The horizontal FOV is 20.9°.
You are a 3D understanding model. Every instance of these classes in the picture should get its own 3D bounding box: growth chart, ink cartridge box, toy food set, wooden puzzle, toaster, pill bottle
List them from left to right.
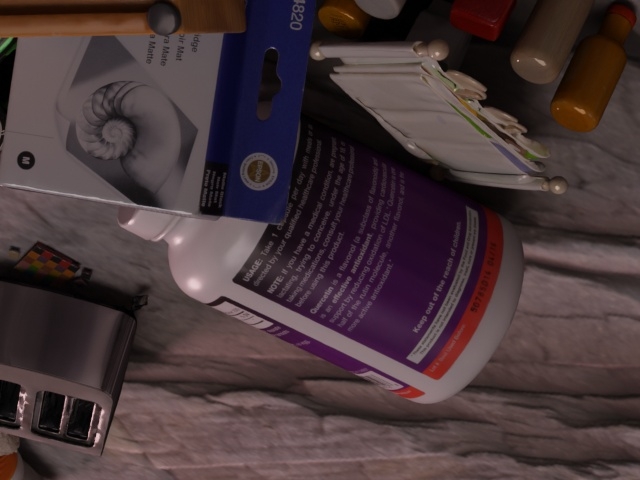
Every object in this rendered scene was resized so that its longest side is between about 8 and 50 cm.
[{"bbox_3d":[-0.274,0.123,1.724,0.168,0.110,0.186,14,144,-5],"label":"toaster"},{"bbox_3d":[-0.267,0.026,1.694,0.083,0.006,0.049,29,137,-22],"label":"wooden puzzle"},{"bbox_3d":[-0.123,-0.133,1.332,0.224,0.223,0.045,8,-178,2],"label":"ink cartridge box"},{"bbox_3d":[0.000,0.000,1.467,0.323,0.181,0.181,27,138,-18],"label":"pill bottle"},{"bbox_3d":[0.099,-0.095,1.372,0.172,0.021,0.237,11,160,41],"label":"growth chart"},{"bbox_3d":[0.122,-0.182,1.317,0.232,0.104,0.111,22,156,15],"label":"toy food set"}]

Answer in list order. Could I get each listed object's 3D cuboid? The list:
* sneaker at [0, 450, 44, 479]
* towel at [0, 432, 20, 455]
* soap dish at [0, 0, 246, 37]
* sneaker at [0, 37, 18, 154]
[{"bbox_3d":[-0.425,0.311,2.004,0.262,0.099,0.121,-14,139,28],"label":"sneaker"},{"bbox_3d":[-0.487,0.185,1.903,0.282,0.049,0.187,-7,139,19],"label":"towel"},{"bbox_3d":[-0.208,-0.246,1.216,0.290,0.118,0.229,0,114,11],"label":"soap dish"},{"bbox_3d":[-0.304,-0.094,1.462,0.146,0.134,0.343,14,140,-4],"label":"sneaker"}]
